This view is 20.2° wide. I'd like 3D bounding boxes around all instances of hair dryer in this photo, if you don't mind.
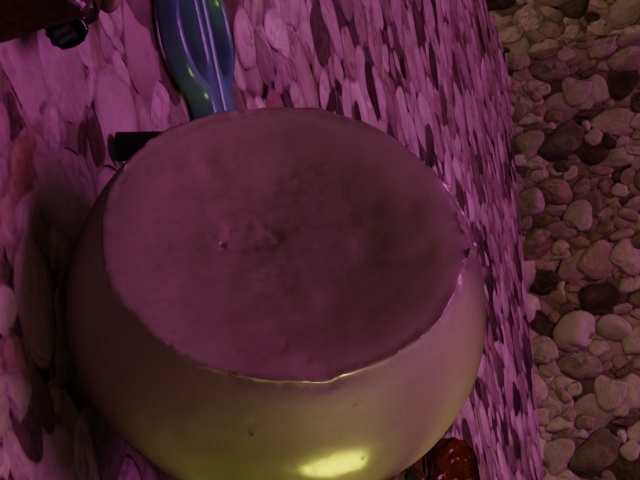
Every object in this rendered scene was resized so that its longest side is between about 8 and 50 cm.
[{"bbox_3d":[-0.153,-0.062,1.578,0.083,0.047,0.026,87,5,-46],"label":"hair dryer"}]

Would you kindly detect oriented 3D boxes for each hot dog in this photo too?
[{"bbox_3d":[0.163,0.360,2.337,0.227,0.099,0.160,-89,-171,-45],"label":"hot dog"}]

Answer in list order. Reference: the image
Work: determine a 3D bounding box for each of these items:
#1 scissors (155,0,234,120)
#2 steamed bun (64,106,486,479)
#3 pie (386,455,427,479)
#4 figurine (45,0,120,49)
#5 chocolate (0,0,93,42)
[{"bbox_3d":[-0.093,-0.054,1.825,0.192,0.029,0.447,-29,108,-77],"label":"scissors"},{"bbox_3d":[-0.035,0.058,1.393,0.206,0.324,0.324,94,-2,-51],"label":"steamed bun"},{"bbox_3d":[0.064,0.256,2.153,0.296,0.078,0.371,-71,148,-66],"label":"pie"},{"bbox_3d":[-0.185,-0.233,1.450,0.108,0.114,0.196,-55,-173,37],"label":"figurine"},{"bbox_3d":[-0.229,-0.306,1.328,0.112,0.112,0.321,45,37,-51],"label":"chocolate"}]
